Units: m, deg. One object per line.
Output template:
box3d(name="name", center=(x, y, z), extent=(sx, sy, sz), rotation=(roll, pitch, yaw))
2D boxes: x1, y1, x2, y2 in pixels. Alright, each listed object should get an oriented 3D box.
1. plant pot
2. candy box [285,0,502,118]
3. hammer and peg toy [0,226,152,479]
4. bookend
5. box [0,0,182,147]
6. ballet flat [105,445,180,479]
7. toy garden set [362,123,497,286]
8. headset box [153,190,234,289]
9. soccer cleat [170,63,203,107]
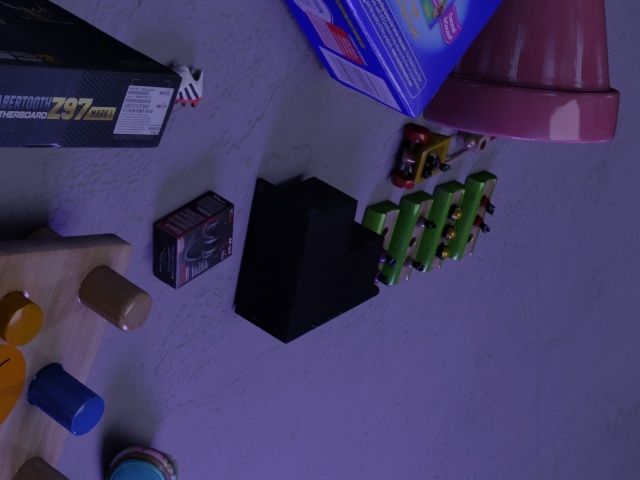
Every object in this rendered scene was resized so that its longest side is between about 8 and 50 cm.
box3d(name="plant pot", center=(0.216, -0.203, 1.597), extent=(0.201, 0.201, 0.180), rotation=(-10, 109, -54))
box3d(name="candy box", center=(0.098, -0.313, 1.369), extent=(0.317, 0.122, 0.268), rotation=(-52, 149, -10))
box3d(name="hammer and peg toy", center=(-0.286, 0.163, 1.214), extent=(0.266, 0.127, 0.361), rotation=(-7, 123, -57))
box3d(name="bookend", center=(0.000, 0.000, 1.556), extent=(0.156, 0.072, 0.157), rotation=(-26, 136, -46))
box3d(name="box", center=(-0.230, -0.121, 0.977), extent=(0.232, 0.183, 0.059), rotation=(-3, 119, -55))
box3d(name="ballet flat", center=(-0.173, 0.262, 1.548), extent=(0.079, 0.077, 0.221), rotation=(-56, 162, -46))
box3d(name="toy garden set", center=(0.142, -0.044, 1.756), extent=(0.244, 0.049, 0.204), rotation=(-18, 132, -49))
box3d(name="headset box", center=(-0.119, 0.001, 1.415), extent=(0.083, 0.032, 0.062), rotation=(-34, 142, -40))
box3d(name="soccer cleat", center=(-0.125, -0.131, 1.290), extent=(0.083, 0.029, 0.036), rotation=(-5, 113, -59))
